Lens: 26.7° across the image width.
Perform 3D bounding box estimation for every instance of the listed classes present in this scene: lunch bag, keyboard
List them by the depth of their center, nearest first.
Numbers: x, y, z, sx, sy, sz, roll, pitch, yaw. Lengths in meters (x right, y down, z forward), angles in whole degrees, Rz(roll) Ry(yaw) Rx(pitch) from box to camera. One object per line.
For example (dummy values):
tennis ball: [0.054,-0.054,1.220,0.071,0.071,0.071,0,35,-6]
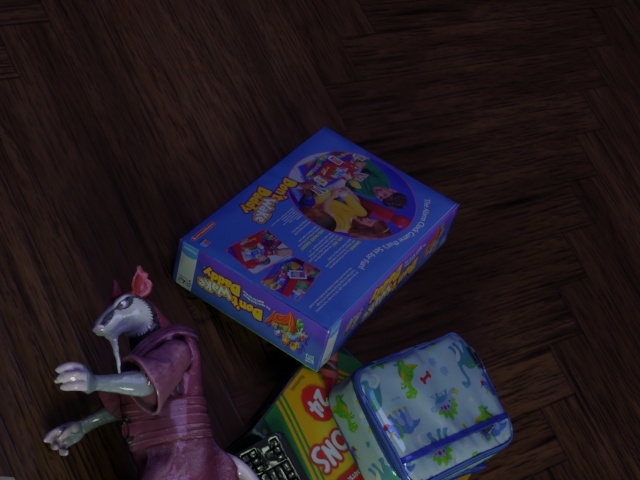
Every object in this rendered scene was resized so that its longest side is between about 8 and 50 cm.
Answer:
keyboard: [-0.052,0.328,1.606,0.180,0.108,0.023,62,3,-4]
lunch bag: [0.132,0.223,1.699,0.219,0.090,0.176,-13,72,-40]

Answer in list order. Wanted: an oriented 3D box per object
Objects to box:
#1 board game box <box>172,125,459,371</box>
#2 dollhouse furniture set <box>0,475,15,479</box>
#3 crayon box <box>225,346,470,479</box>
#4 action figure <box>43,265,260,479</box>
board game box: [0.000,0.000,1.815,0.233,0.078,0.347,32,43,17]
dollhouse furniture set: [-0.355,0.327,1.223,0.198,0.303,0.286,1,60,-26]
crayon box: [0.060,0.297,1.713,0.318,0.081,0.202,43,45,-4]
action figure: [-0.156,0.207,1.468,0.275,0.248,0.370,-7,85,-16]
